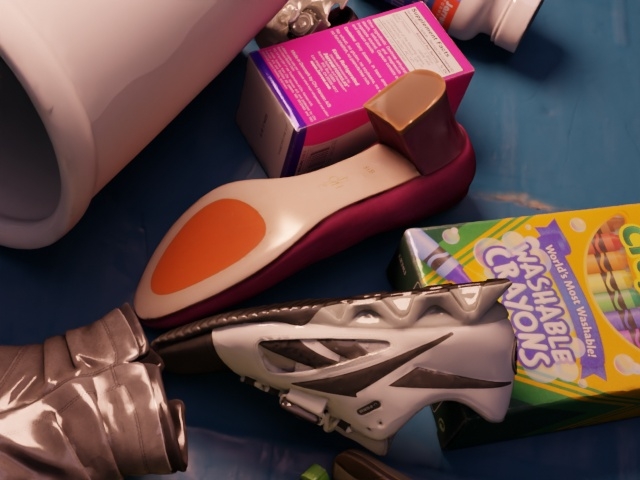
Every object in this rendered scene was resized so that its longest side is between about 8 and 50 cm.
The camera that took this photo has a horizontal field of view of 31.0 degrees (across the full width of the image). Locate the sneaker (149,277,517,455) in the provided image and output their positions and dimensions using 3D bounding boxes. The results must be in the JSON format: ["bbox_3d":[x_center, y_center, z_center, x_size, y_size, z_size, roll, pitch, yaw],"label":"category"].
[{"bbox_3d":[0.008,0.120,1.010,0.330,0.122,0.146,-6,92,16],"label":"sneaker"}]

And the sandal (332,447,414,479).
[{"bbox_3d":[0.090,0.242,1.017,0.180,0.072,0.049,38,36,16],"label":"sandal"}]

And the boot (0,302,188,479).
[{"bbox_3d":[-0.207,0.196,0.890,0.222,0.118,0.338,-14,54,-6],"label":"boot"}]

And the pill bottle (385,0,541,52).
[{"bbox_3d":[0.149,-0.309,1.338,0.221,0.124,0.124,29,56,7],"label":"pill bottle"}]

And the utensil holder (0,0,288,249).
[{"bbox_3d":[-0.240,-0.237,1.086,0.327,0.327,0.385,33,54,8],"label":"utensil holder"}]

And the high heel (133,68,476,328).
[{"bbox_3d":[0.000,0.000,1.144,0.377,0.181,0.127,-33,50,-6],"label":"high heel"}]

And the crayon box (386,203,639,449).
[{"bbox_3d":[0.250,0.075,1.143,0.323,0.083,0.203,-6,60,-17],"label":"crayon box"}]

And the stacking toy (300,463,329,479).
[{"bbox_3d":[0.015,0.309,0.958,0.221,0.052,0.167,42,59,15],"label":"stacking toy"}]

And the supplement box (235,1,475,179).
[{"bbox_3d":[0.035,-0.153,1.220,0.220,0.111,0.114,-20,64,-24],"label":"supplement box"}]

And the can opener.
[{"bbox_3d":[0.037,-0.299,1.264,0.076,0.095,0.283,37,87,31],"label":"can opener"}]
